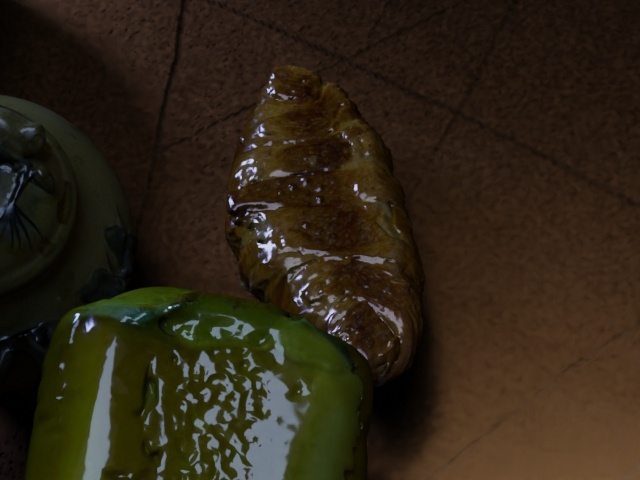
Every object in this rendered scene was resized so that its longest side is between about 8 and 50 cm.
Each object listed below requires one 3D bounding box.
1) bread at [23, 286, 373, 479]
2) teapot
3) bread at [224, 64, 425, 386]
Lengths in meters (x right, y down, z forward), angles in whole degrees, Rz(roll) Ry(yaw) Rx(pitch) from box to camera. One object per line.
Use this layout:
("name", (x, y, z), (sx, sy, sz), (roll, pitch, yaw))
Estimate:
("bread", (-0.073, 0.211, 0.766), (0.166, 0.112, 0.383), (9, 71, -6))
("teapot", (-0.182, 0.002, 0.885), (0.173, 0.182, 0.269), (-25, 74, -15))
("bread", (0.000, 0.000, 0.919), (0.105, 0.076, 0.233), (-10, 49, -8))
